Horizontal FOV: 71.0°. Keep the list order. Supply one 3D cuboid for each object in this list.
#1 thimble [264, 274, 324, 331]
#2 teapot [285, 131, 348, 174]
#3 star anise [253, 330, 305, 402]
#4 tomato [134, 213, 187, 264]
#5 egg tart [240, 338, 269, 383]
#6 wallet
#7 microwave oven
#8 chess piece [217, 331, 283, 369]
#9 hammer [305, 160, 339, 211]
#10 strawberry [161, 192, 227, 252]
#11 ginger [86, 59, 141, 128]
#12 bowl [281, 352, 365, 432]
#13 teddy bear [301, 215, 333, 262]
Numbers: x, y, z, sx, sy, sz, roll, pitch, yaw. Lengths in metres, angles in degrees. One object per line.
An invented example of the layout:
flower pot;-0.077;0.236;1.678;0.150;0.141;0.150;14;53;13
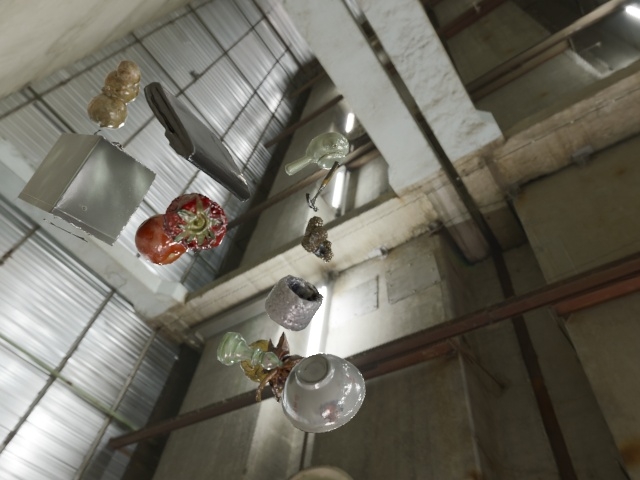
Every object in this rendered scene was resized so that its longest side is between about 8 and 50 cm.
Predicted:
thimble;-0.107;0.264;1.921;0.217;0.245;0.157;46;-71;30
teapot;-0.008;-0.422;2.250;0.318;0.220;0.149;-23;-110;24
star anise;-0.213;0.615;2.144;0.350;0.109;0.292;-31;-115;24
tomato;-0.635;-0.008;1.798;0.208;0.184;0.208;-32;165;-10
egg tart;-0.328;0.622;2.310;0.252;0.098;0.231;11;-90;32
wallet;-0.318;-0.249;1.229;0.062;0.228;0.406;-31;166;5
microwave oven;-0.861;-0.209;1.654;0.432;0.236;0.374;16;-106;43
chess piece;-0.279;0.477;1.862;0.272;0.139;0.139;12;-131;18
hammer;0.011;-0.203;1.601;0.021;0.078;0.201;17;-110;44
strawberry;-0.385;-0.064;1.366;0.187;0.184;0.201;-19;-149;-14
ginger;-0.868;-0.622;1.906;0.304;0.155;0.244;-62;-147;5
bowl;-0.008;0.549;1.743;0.346;0.157;0.345;-11;-144;8
teddy bear;-0.020;0.005;1.968;0.129;0.251;0.182;-19;-129;3
